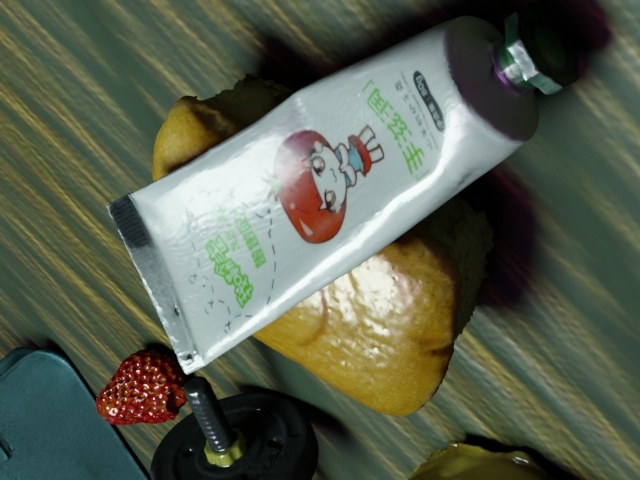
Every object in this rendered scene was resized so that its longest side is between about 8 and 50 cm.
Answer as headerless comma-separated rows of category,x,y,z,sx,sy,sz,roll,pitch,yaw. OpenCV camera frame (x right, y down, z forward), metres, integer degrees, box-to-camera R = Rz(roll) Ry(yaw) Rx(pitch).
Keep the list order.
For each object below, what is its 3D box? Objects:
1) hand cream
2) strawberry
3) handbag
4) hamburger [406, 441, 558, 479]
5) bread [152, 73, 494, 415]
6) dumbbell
hand cream,0.006,-0.036,1.061,0.336,0.076,0.121,-30,80,36
strawberry,-0.159,0.137,1.601,0.073,0.083,0.073,41,157,21
handbag,-0.279,0.234,1.777,0.062,0.179,0.229,1,126,52
hamburger,0.112,0.314,1.319,0.276,0.237,0.276,30,147,21
bread,0.000,0.000,1.180,0.245,0.121,0.174,36,148,22
dumbbell,-0.049,0.237,1.518,0.143,0.143,0.325,16,139,42
